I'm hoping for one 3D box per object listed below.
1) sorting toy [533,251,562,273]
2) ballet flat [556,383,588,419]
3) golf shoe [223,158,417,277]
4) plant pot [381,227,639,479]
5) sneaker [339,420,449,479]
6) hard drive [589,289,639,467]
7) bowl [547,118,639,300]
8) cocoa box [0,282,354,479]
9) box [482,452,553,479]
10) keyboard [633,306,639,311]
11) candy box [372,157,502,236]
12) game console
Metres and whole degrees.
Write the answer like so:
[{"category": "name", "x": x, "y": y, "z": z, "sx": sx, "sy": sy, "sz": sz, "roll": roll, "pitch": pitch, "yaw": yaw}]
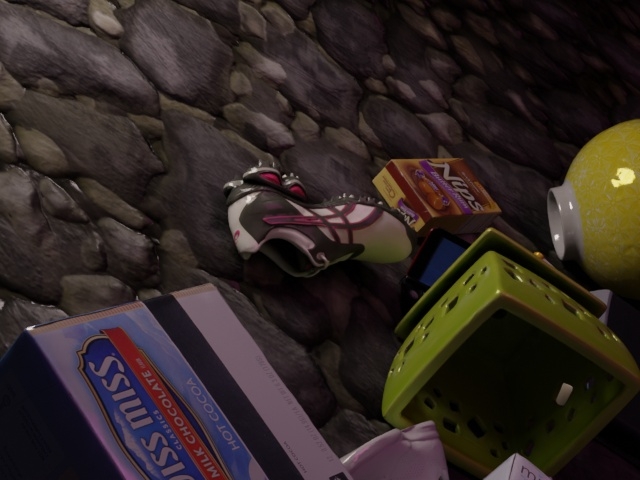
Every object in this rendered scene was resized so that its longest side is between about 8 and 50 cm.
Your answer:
[{"category": "sorting toy", "x": 0.313, "y": 0.064, "z": 2.080, "sx": 0.083, "sy": 0.045, "sz": 0.075, "roll": 42, "pitch": 50, "yaw": -3}, {"category": "ballet flat", "x": 0.319, "y": 0.156, "z": 1.945, "sx": 0.086, "sy": 0.086, "sz": 0.248, "roll": 35, "pitch": 30, "yaw": -14}, {"category": "golf shoe", "x": 0.000, "y": 0.000, "z": 1.753, "sx": 0.272, "sy": 0.105, "sz": 0.120, "roll": 17, "pitch": 56, "yaw": -28}, {"category": "plant pot", "x": 0.222, "y": 0.133, "z": 1.713, "sx": 0.227, "sy": 0.228, "sz": 0.207, "roll": 32, "pitch": 27, "yaw": -17}, {"category": "sneaker", "x": 0.082, "y": 0.258, "z": 1.544, "sx": 0.212, "sy": 0.080, "sz": 0.094, "roll": -7, "pitch": 68, "yaw": -54}, {"category": "hard drive", "x": 0.437, "y": 0.193, "z": 2.014, "sx": 0.172, "sy": 0.054, "sz": 0.255, "roll": 34, "pitch": 42, "yaw": -16}, {"category": "bowl", "x": 0.439, "y": -0.037, "z": 2.193, "sx": 0.156, "sy": 0.289, "sz": 0.289, "roll": -8, "pitch": 45, "yaw": -1}, {"category": "cocoa box", "x": -0.126, "y": 0.247, "z": 1.155, "sx": 0.228, "sy": 0.231, "sz": 0.347, "roll": -12, "pitch": 61, "yaw": -53}, {"category": "box", "x": 0.251, "y": 0.398, "z": 1.512, "sx": 0.262, "sy": 0.127, "sz": 0.231, "roll": 39, "pitch": 31, "yaw": -6}, {"category": "keyboard", "x": 0.518, "y": 0.169, "z": 2.190, "sx": 0.317, "sy": 0.033, "sz": 0.202, "roll": 20, "pitch": 38, "yaw": -35}, {"category": "candy box", "x": 0.171, "y": -0.064, "z": 2.049, "sx": 0.186, "sy": 0.053, "sz": 0.109, "roll": -4, "pitch": 54, "yaw": -53}, {"category": "game console", "x": 0.185, "y": 0.073, "z": 1.867, "sx": 0.144, "sy": 0.085, "sz": 0.124, "roll": 27, "pitch": 35, "yaw": -25}]
